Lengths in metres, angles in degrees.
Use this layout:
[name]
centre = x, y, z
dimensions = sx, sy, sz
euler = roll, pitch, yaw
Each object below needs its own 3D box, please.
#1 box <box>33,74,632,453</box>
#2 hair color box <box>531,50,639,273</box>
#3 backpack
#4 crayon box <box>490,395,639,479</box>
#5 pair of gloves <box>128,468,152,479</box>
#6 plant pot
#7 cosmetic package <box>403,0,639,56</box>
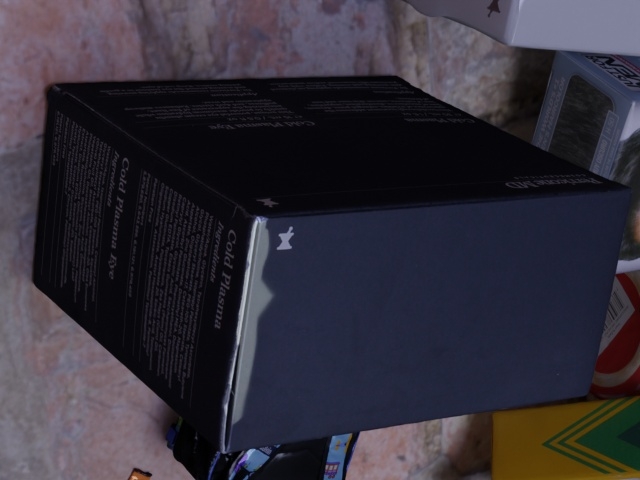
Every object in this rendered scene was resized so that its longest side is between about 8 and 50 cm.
[box]
centre = 0.000, 0.000, 1.294
dimensions = 0.343, 0.312, 0.179
euler = -5, 112, -33
[hair color box]
centre = 0.373, -0.087, 1.585
dimensions = 0.374, 0.113, 0.185
euler = -7, 125, -32
[backpack]
centre = -0.034, 0.138, 1.456
dimensions = 0.158, 0.117, 0.173
euler = 16, 100, -38
[crayon box]
centre = 0.310, 0.221, 1.647
dimensions = 0.203, 0.323, 0.083
euler = 32, 54, -50
[pair of gloves]
centre = -0.153, 0.245, 1.488
dimensions = 0.083, 0.010, 0.074
euler = 25, 94, -39
[plant pot]
centre = 0.351, 0.085, 1.659
dimensions = 0.174, 0.191, 0.191
euler = 2, 108, -32
[cosmetic package]
centre = 0.249, -0.251, 1.428
dimensions = 0.385, 0.217, 0.156
euler = 0, 110, -37
